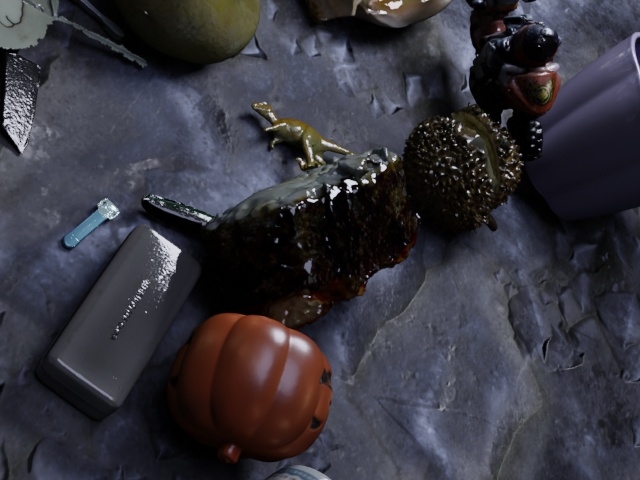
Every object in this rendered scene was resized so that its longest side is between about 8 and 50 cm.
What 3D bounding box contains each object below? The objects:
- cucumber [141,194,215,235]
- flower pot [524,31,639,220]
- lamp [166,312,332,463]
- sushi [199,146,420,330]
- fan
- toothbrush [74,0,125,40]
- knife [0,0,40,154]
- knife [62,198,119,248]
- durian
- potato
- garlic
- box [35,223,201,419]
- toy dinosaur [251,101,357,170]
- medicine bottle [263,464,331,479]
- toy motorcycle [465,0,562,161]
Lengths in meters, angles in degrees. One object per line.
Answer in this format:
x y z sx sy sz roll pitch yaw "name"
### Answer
-0.148 -0.018 1.734 0.184 0.033 0.036 25 67 -20 "cucumber"
0.455 -0.151 2.101 0.265 0.243 0.265 35 38 -34 "flower pot"
-0.082 0.176 1.548 0.188 0.188 0.163 27 66 -19 "lamp"
0.000 0.000 1.699 0.343 0.196 0.182 -32 96 -50 "sushi"
-0.361 -0.298 1.749 0.329 0.009 0.190 25 52 -32 "fan"
-0.339 -0.336 1.823 0.194 0.017 0.014 42 46 -5 "toothbrush"
-0.378 -0.207 1.706 0.060 0.028 0.230 21 51 -40 "knife"
-0.281 -0.019 1.654 0.027 0.010 0.096 46 47 -2 "knife"
0.210 -0.097 1.987 0.196 0.167 0.196 3 83 -24 "durian"
-0.181 -0.335 1.846 0.235 0.160 0.177 21 88 -42 "potato"
0.083 -0.463 2.129 0.325 0.132 0.279 -31 100 -45 "garlic"
-0.231 0.091 1.584 0.103 0.055 0.243 37 46 -9 "box"
-0.015 -0.149 1.920 0.162 0.039 0.126 -13 68 -43 "toy dinosaur"
-0.078 0.352 1.463 0.237 0.139 0.139 -30 81 -43 "medicine bottle"
0.274 -0.325 2.055 0.134 0.207 0.401 -8 61 -13 "toy motorcycle"
